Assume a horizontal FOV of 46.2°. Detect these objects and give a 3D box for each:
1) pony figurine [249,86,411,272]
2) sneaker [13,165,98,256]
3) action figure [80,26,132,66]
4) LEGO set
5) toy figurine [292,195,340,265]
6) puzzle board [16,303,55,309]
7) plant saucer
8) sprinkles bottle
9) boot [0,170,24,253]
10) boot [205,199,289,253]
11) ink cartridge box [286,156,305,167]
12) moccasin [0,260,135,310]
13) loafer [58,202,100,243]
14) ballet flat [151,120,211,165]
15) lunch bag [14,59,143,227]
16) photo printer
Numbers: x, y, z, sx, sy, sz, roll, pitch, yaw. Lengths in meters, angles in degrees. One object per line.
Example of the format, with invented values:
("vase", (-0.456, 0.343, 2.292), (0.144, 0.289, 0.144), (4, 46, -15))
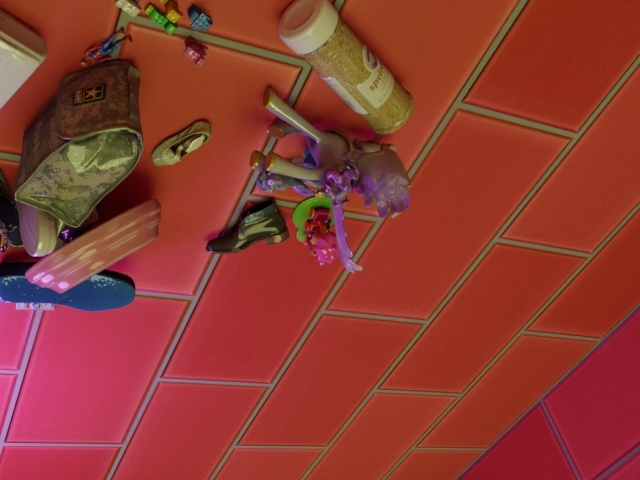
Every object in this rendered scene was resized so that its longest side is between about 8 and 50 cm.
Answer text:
("pony figurine", (0.033, -0.149, 1.664), (0.363, 0.351, 0.303), (14, 142, -25))
("sneaker", (-0.548, -0.059, 1.598), (0.169, 0.292, 0.108), (12, 118, -34))
("action figure", (-0.428, -0.376, 1.483), (0.115, 0.030, 0.038), (-28, 143, 14))
("LEGO set", (-0.281, -0.421, 1.433), (0.087, 0.093, 0.227), (-40, 134, 23))
("toy figurine", (0.000, 0.000, 1.938), (0.130, 0.159, 0.173), (3, 135, -21))
("puzzle board", (-0.738, 0.141, 1.952), (0.096, 0.011, 0.128), (4, 135, -22))
("plant saucer", (-0.494, 0.021, 1.688), (0.332, 0.332, 0.084), (-30, 96, 14))
("sprinkles bottle", (0.062, -0.366, 1.590), (0.121, 0.121, 0.355), (-35, 136, 19))
("boot", (-0.708, -0.025, 1.653), (0.085, 0.178, 0.236), (-12, 138, -6))
("boot", (-0.197, -0.036, 1.916), (0.219, 0.082, 0.106), (-13, 117, 1))
("ink cartridge box", (-0.059, -0.161, 1.799), (0.048, 0.083, 0.028), (-7, 138, -11))
("moccasin", (-0.631, 0.087, 1.858), (0.342, 0.117, 0.137), (10, 120, -22))
("loafer", (-0.571, -0.053, 1.762), (0.061, 0.062, 0.170), (24, 123, -31))
("ballet flat", (-0.315, -0.209, 1.683), (0.168, 0.052, 0.057), (-34, 136, 18))
("lunch bag", (-0.464, -0.210, 1.492), (0.287, 0.235, 0.169), (-39, 131, 23))
("photo printer", (-0.703, -0.319, 1.389), (0.307, 0.107, 0.256), (-39, 134, 23))
